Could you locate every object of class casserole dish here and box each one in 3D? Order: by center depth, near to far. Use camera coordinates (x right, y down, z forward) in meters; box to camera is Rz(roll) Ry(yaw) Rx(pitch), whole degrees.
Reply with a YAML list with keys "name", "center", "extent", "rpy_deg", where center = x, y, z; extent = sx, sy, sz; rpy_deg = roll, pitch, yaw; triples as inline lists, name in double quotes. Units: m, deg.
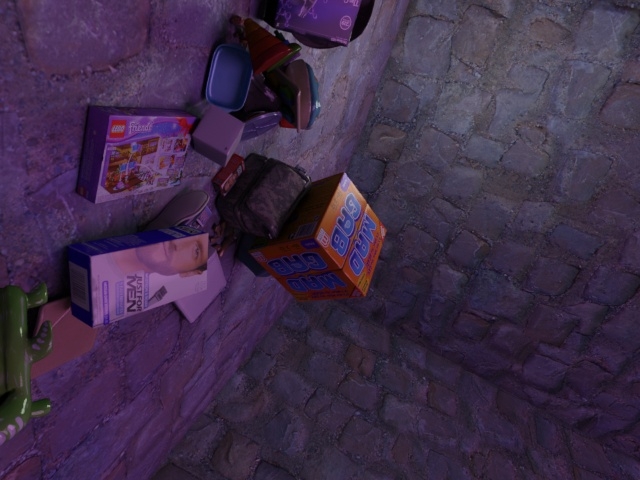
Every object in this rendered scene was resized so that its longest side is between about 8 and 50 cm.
- name: "casserole dish"
  center: [-0.256, -0.454, 1.133]
  extent: [0.037, 0.114, 0.188]
  rpy_deg: [55, -49, 52]

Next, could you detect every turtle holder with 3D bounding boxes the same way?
- name: "turtle holder"
  center: [-0.583, 0.227, 0.669]
  extent: [0.228, 0.320, 0.243]
  rpy_deg: [-1, 147, -37]

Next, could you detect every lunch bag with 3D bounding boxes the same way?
- name: "lunch bag"
  center: [-0.205, -0.166, 1.570]
  extent: [0.305, 0.256, 0.212]
  rpy_deg: [-58, 160, -26]

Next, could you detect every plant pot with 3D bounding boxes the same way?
- name: "plant pot"
  center: [-0.257, 0.040, 1.973]
  extent: [0.252, 0.247, 0.248]
  rpy_deg: [-48, 170, 2]

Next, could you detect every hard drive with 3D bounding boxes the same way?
- name: "hard drive"
  center: [-0.483, 0.185, 1.614]
  extent: [0.233, 0.047, 0.353]
  rpy_deg: [-51, 168, -24]

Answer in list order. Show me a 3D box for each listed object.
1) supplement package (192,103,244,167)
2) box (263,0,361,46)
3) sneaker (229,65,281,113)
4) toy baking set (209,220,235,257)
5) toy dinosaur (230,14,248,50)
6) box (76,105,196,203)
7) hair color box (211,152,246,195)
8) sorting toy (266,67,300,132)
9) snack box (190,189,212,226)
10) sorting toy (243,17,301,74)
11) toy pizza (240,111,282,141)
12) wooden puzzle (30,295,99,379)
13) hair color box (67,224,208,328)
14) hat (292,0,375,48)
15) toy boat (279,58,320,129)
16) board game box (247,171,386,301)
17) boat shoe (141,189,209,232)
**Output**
- name: "supplement package"
  center: [-0.290, -0.292, 1.153]
  extent: [0.105, 0.105, 0.179]
  rpy_deg: [-62, -166, -8]
- name: "box"
  center: [-0.019, -0.715, 1.220]
  extent: [0.262, 0.103, 0.184]
  rpy_deg: [-2, 131, -29]
- name: "sneaker"
  center: [-0.222, -0.462, 1.300]
  extent: [0.130, 0.109, 0.286]
  rpy_deg: [-54, 163, 4]
- name: "toy baking set"
  center: [-0.428, 0.021, 1.643]
  extent: [0.256, 0.030, 0.196]
  rpy_deg: [-61, 166, -11]
- name: "toy dinosaur"
  center: [-0.194, -0.583, 1.188]
  extent: [0.112, 0.064, 0.211]
  rpy_deg: [-67, 169, 12]
- name: "box"
  center: [-0.428, -0.213, 0.974]
  extent: [0.200, 0.057, 0.293]
  rpy_deg: [-67, 169, 22]
- name: "hair color box"
  center: [-0.326, -0.235, 1.452]
  extent: [0.141, 0.043, 0.072]
  rpy_deg: [-58, 169, -23]
- name: "sorting toy"
  center: [-0.133, -0.492, 1.385]
  extent: [0.038, 0.208, 0.193]
  rpy_deg: [-31, 159, -17]
- name: "snack box"
  center: [-0.418, -0.106, 1.382]
  extent: [0.064, 0.022, 0.178]
  rpy_deg: [-61, 169, -17]
- name: "sorting toy"
  center: [-0.142, -0.575, 1.174]
  extent: [0.127, 0.126, 0.365]
  rpy_deg: [-28, -161, 19]
- name: "toy pizza"
  center: [-0.224, -0.388, 1.365]
  extent: [0.201, 0.032, 0.201]
  rpy_deg: [-25, -177, 1]
- name: "wooden puzzle"
  center: [-0.650, 0.225, 1.041]
  extent: [0.220, 0.044, 0.239]
  rpy_deg: [-66, 174, 14]
- name: "hair color box"
  center: [-0.461, 0.079, 1.068]
  extent: [0.339, 0.110, 0.185]
  rpy_deg: [-19, 120, -56]
- name: "hat"
  center: [0.013, -0.801, 1.329]
  extent: [0.332, 0.134, 0.331]
  rpy_deg: [-16, 133, -18]
- name: "toy boat"
  center: [-0.068, -0.529, 1.558]
  extent: [0.318, 0.148, 0.267]
  rpy_deg: [129, -45, -69]
- name: "board game box"
  center: [0.000, 0.000, 1.680]
  extent: [0.356, 0.357, 0.356]
  rpy_deg: [49, 48, -31]
- name: "boat shoe"
  center: [-0.434, -0.054, 1.234]
  extent: [0.254, 0.095, 0.079]
  rpy_deg: [-55, 165, -30]
